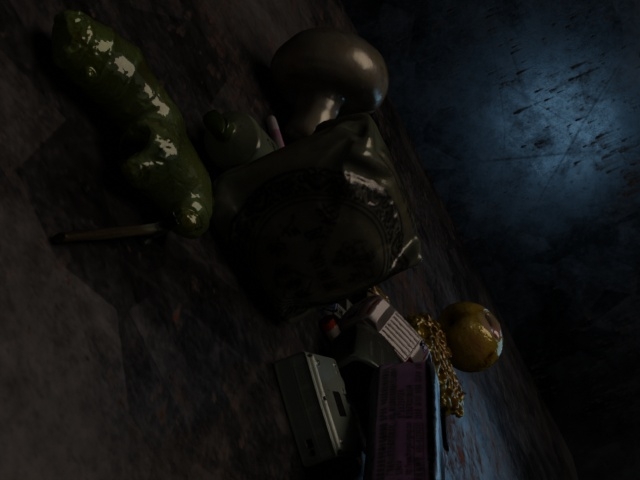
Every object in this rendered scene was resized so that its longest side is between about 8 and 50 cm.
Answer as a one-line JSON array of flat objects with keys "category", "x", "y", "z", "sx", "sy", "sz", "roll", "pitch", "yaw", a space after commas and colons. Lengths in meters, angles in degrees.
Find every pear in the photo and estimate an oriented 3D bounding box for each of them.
[{"category": "pear", "x": 0.361, "y": 0.231, "z": 2.235, "sx": 0.178, "sy": 0.178, "sz": 0.178, "roll": 57, "pitch": 18, "yaw": -30}]

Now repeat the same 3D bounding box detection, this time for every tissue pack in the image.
[{"category": "tissue pack", "x": 0.112, "y": 0.346, "z": 1.210, "sx": 0.361, "sy": 0.122, "sz": 0.259, "roll": -67, "pitch": 156, "yaw": -72}]

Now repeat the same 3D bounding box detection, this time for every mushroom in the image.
[{"category": "mushroom", "x": 0.010, "y": -0.284, "z": 1.770, "sx": 0.243, "sy": 0.244, "sz": 0.243, "roll": 57, "pitch": 18, "yaw": -30}]

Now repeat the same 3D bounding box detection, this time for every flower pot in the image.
[{"category": "flower pot", "x": 0.091, "y": 0.247, "z": 1.434, "sx": 0.229, "sy": 0.103, "sz": 0.108, "roll": 60, "pitch": 16, "yaw": -19}]

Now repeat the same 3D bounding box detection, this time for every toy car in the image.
[{"category": "toy car", "x": 0.125, "y": 0.186, "z": 1.519, "sx": 0.209, "sy": 0.108, "sz": 0.089, "roll": 47, "pitch": 54, "yaw": -7}]

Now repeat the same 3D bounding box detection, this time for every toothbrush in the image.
[{"category": "toothbrush", "x": -0.049, "y": -0.096, "z": 1.623, "sx": 0.025, "sy": 0.020, "sz": 0.286, "roll": 15, "pitch": 53, "yaw": -62}]

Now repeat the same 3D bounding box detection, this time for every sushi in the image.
[{"category": "sushi", "x": 0.109, "y": 0.141, "z": 1.658, "sx": 0.192, "sy": 0.050, "sz": 0.215, "roll": 46, "pitch": 21, "yaw": -16}]

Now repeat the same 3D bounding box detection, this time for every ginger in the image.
[{"category": "ginger", "x": -0.205, "y": -0.130, "z": 1.034, "sx": 0.137, "sy": 0.089, "sz": 0.289, "roll": -44, "pitch": 115, "yaw": -54}]

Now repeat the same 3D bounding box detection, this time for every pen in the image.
[{"category": "pen", "x": 0.057, "y": 0.218, "z": 1.512, "sx": 0.218, "sy": 0.026, "sz": 0.026, "roll": 62, "pitch": 16, "yaw": -18}]

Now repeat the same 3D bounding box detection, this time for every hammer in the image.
[{"category": "hammer", "x": -0.204, "y": -0.009, "z": 0.929, "sx": 0.017, "sy": 0.062, "sz": 0.182, "roll": 67, "pitch": 22, "yaw": 6}]

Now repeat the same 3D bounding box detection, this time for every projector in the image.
[{"category": "projector", "x": 0.002, "y": 0.230, "z": 1.244, "sx": 0.115, "sy": 0.061, "sz": 0.147, "roll": 32, "pitch": 38, "yaw": -67}]

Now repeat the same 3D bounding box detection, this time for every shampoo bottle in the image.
[{"category": "shampoo bottle", "x": -0.101, "y": -0.119, "z": 1.345, "sx": 0.118, "sy": 0.087, "sz": 0.234, "roll": 52, "pitch": 4, "yaw": 38}]

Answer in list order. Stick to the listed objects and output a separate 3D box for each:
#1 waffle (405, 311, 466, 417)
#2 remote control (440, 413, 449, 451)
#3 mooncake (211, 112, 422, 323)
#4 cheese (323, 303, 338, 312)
[{"category": "waffle", "x": 0.264, "y": 0.280, "z": 2.054, "sx": 0.249, "sy": 0.056, "sz": 0.253, "roll": 23, "pitch": 44, "yaw": -68}, {"category": "remote control", "x": 0.263, "y": 0.408, "z": 1.935, "sx": 0.091, "sy": 0.016, "sz": 0.034, "roll": -83, "pitch": 162, "yaw": -61}, {"category": "mooncake", "x": 0.002, "y": -0.022, "z": 1.253, "sx": 0.254, "sy": 0.250, "sz": 0.136, "roll": 58, "pitch": 15, "yaw": -31}, {"category": "cheese", "x": 0.000, "y": 0.000, "z": 1.543, "sx": 0.155, "sy": 0.062, "sz": 0.244, "roll": 22, "pitch": 56, "yaw": -46}]
